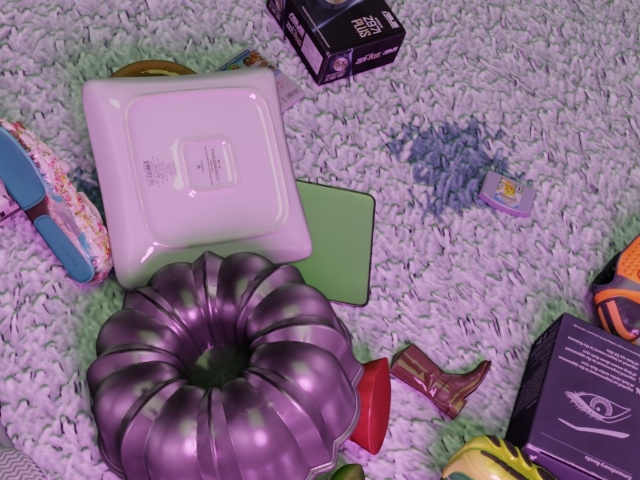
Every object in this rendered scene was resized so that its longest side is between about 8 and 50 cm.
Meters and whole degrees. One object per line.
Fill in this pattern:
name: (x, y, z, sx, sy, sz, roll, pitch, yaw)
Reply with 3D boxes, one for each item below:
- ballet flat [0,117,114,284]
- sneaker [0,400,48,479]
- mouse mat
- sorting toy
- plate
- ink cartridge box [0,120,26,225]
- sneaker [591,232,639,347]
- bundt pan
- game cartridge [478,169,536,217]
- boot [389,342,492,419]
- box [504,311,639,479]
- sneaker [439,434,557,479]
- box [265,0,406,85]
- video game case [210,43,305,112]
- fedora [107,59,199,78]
ballet flat: (-0.335, -0.054, 1.203, 0.241, 0.091, 0.077, 62, 36, -17)
sneaker: (-0.366, 0.277, 1.012, 0.137, 0.210, 0.366, -25, 35, -27)
mouse mat: (0.000, 0.000, 1.336, 0.152, 0.007, 0.190, 11, 57, -8)
sorting toy: (-0.013, 0.294, 1.119, 0.126, 0.127, 0.366, 6, 54, 17)
plate: (-0.152, -0.094, 1.253, 0.278, 0.045, 0.277, -9, 84, -26)
ink cartridge box: (-0.422, -0.079, 1.245, 0.135, 0.056, 0.099, -35, 74, -29)
sneaker: (0.537, 0.056, 1.368, 0.321, 0.124, 0.180, -11, 65, -20)
bundt pan: (-0.117, 0.145, 1.091, 0.330, 0.124, 0.331, -4, 53, 5)
game cartridge: (0.283, -0.068, 1.441, 0.083, 0.017, 0.056, 23, 61, 0)
boot: (0.158, 0.166, 1.264, 0.114, 0.037, 0.106, 36, 56, 13)
box: (0.337, 0.224, 1.229, 0.153, 0.108, 0.207, 26, 58, 1)
sneaker: (0.260, 0.352, 1.146, 0.295, 0.123, 0.109, 42, 27, -7)
box: (0.023, -0.350, 1.503, 0.147, 0.077, 0.180, -21, 67, -24)
video game case: (-0.095, -0.238, 1.447, 0.122, 0.011, 0.087, 42, 60, 11)
fedora: (-0.220, -0.155, 1.324, 0.194, 0.079, 0.194, 7, 64, -15)
